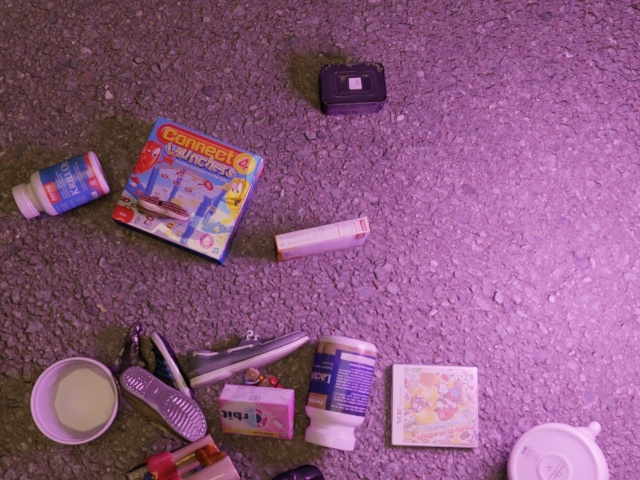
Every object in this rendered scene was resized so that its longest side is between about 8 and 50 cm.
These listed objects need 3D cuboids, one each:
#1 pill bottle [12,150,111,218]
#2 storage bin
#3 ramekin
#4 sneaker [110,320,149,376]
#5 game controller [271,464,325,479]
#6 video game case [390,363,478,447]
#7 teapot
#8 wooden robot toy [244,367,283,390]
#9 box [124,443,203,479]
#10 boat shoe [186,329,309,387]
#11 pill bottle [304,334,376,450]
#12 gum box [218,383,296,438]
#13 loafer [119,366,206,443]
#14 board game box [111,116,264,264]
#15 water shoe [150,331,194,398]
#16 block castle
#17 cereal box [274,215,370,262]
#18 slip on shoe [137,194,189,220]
[{"bbox_3d":[-0.674,-0.138,1.810,0.222,0.124,0.124,-24,81,-8],"label":"pill bottle"},{"bbox_3d":[0.088,-0.423,1.943,0.180,0.084,0.122,-4,78,-4],"label":"storage bin"},{"bbox_3d":[-0.593,0.392,1.713,0.207,0.109,0.207,1,78,-5],"label":"ramekin"},{"bbox_3d":[-0.471,0.299,1.772,0.089,0.051,0.170,25,82,1],"label":"sneaker"},{"bbox_3d":[-0.026,0.715,1.684,0.166,0.067,0.319,-2,74,-48],"label":"game controller"},{"bbox_3d":[0.297,0.430,1.809,0.227,0.026,0.206,3,78,-4],"label":"video game case"},{"bbox_3d":[0.592,0.587,1.725,0.256,0.187,0.252,-18,59,19],"label":"teapot"},{"bbox_3d":[-0.120,0.371,1.769,0.076,0.079,0.173,-33,102,28],"label":"wooden robot toy"},{"bbox_3d":[-0.367,0.562,1.668,0.158,0.156,0.093,-22,81,-8],"label":"box"},{"bbox_3d":[-0.188,0.277,1.763,0.320,0.116,0.099,-20,71,-3],"label":"boat shoe"},{"bbox_3d":[0.046,0.379,1.737,0.153,0.153,0.264,11,77,-2],"label":"pill bottle"},{"bbox_3d":[-0.160,0.422,1.717,0.188,0.062,0.107,3,116,10],"label":"gum box"},{"bbox_3d":[-0.388,0.408,1.702,0.251,0.087,0.094,40,45,0],"label":"loafer"},{"bbox_3d":[-0.347,-0.132,1.850,0.308,0.086,0.301,21,78,1],"label":"board game box"},{"bbox_3d":[-0.397,0.330,1.758,0.080,0.073,0.203,-30,81,-4],"label":"water shoe"},{"bbox_3d":[-0.226,0.660,1.455,0.213,0.303,0.453,-24,96,-18],"label":"block castle"},{"bbox_3d":[0.000,0.000,1.803,0.240,0.173,0.047,-12,78,-7],"label":"cereal box"},{"bbox_3d":[-0.402,-0.074,1.771,0.135,0.051,0.041,19,117,-8],"label":"slip on shoe"}]
